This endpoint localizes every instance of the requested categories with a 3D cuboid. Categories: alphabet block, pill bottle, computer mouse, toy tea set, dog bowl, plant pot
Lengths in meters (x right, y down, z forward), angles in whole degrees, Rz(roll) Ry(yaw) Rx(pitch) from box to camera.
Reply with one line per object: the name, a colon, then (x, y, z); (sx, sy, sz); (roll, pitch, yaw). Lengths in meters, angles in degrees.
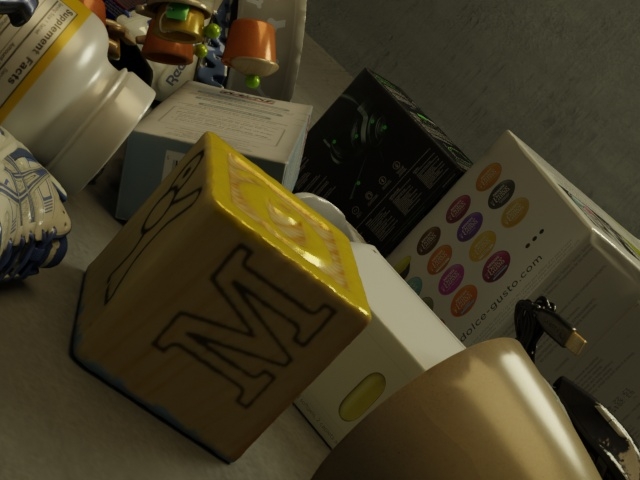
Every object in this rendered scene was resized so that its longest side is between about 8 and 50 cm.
alphabet block: (-0.094, 0.049, 1.130); (0.193, 0.197, 0.192); (37, 16, -21)
pill bottle: (-0.340, -0.201, 1.213); (0.334, 0.188, 0.188); (39, 15, -15)
computer mouse: (0.286, 0.174, 1.272); (0.184, 0.060, 0.262); (88, -23, -43)
toy tea set: (-0.225, -0.247, 1.606); (0.336, 0.124, 0.200); (5, -6, 17)
dog bowl: (-0.115, -0.338, 1.950); (0.102, 0.348, 0.348); (6, 27, -15)
plant pot: (0.164, 0.273, 1.061); (0.274, 0.256, 0.256); (51, 17, 25)

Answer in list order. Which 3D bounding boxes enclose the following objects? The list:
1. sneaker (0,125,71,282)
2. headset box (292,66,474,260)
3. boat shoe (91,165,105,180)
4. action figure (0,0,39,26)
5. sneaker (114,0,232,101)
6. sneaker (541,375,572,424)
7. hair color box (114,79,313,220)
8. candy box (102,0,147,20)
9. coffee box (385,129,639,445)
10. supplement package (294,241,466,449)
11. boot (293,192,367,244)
sneaker: (-0.269, -0.015, 1.027); (0.131, 0.112, 0.296); (37, 16, -23)
headset box: (0.091, -0.104, 1.957); (0.283, 0.246, 0.131); (50, 17, 29)
boat shoe: (-0.291, -0.163, 1.452); (0.080, 0.076, 0.228); (32, 18, -35)
action figure: (-0.412, -0.293, 0.987); (0.330, 0.179, 0.341); (-43, 116, -41)
sneaker: (-0.232, -0.344, 1.835); (0.182, 0.315, 0.127); (7, -18, -15)
sneaker: (0.207, 0.279, 1.222); (0.121, 0.108, 0.302); (-3, 84, -64)
hair color box: (-0.123, -0.107, 1.523); (0.185, 0.113, 0.374); (12, 17, 1)
candy box: (-0.377, -0.486, 2.053); (0.268, 0.122, 0.317); (39, 14, -12)
coffee box: (0.323, 0.110, 1.771); (0.338, 0.337, 0.334); (35, 16, -27)
supplement package: (0.061, 0.139, 1.386); (0.262, 0.145, 0.204); (48, 15, 20)
boot: (0.000, 0.000, 1.724); (0.123, 0.095, 0.258); (38, -6, 48)
